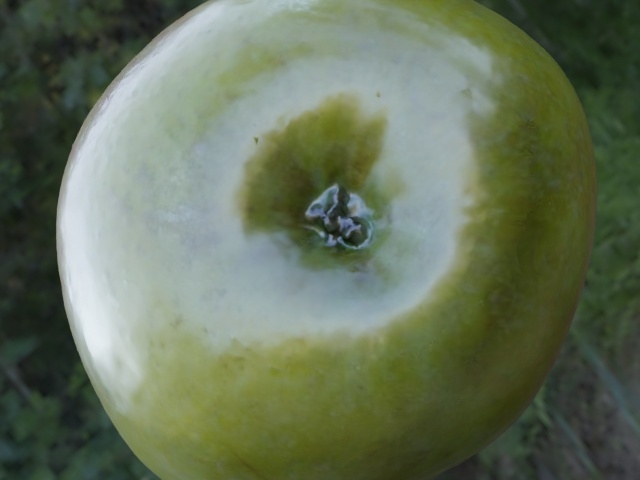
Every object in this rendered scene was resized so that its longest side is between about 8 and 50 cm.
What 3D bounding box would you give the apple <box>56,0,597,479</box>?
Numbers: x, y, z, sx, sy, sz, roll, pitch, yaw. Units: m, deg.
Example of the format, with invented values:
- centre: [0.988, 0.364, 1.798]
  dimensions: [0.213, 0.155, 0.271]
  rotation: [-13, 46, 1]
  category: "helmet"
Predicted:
- centre: [0.000, 0.000, 0.826]
  dimensions: [0.261, 0.261, 0.194]
  rotation: [-39, -7, -1]
  category: "apple"
